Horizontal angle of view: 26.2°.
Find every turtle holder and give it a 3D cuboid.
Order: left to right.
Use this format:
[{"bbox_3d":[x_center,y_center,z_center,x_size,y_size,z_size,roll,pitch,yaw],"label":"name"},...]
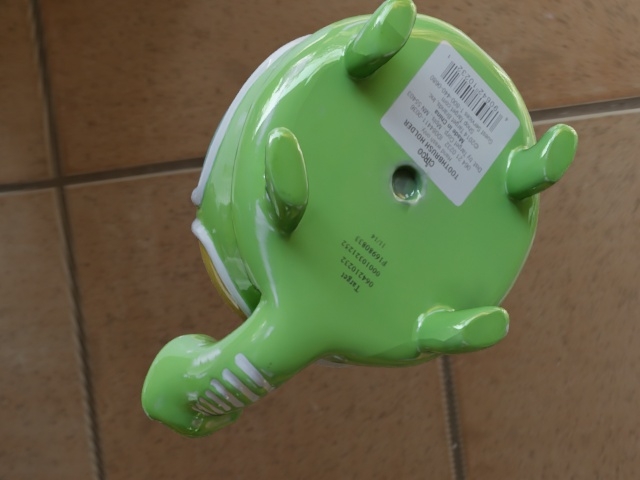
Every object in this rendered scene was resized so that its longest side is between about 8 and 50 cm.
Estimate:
[{"bbox_3d":[0.017,-0.001,1.006,0.243,0.227,0.320,14,79,-26],"label":"turtle holder"}]
